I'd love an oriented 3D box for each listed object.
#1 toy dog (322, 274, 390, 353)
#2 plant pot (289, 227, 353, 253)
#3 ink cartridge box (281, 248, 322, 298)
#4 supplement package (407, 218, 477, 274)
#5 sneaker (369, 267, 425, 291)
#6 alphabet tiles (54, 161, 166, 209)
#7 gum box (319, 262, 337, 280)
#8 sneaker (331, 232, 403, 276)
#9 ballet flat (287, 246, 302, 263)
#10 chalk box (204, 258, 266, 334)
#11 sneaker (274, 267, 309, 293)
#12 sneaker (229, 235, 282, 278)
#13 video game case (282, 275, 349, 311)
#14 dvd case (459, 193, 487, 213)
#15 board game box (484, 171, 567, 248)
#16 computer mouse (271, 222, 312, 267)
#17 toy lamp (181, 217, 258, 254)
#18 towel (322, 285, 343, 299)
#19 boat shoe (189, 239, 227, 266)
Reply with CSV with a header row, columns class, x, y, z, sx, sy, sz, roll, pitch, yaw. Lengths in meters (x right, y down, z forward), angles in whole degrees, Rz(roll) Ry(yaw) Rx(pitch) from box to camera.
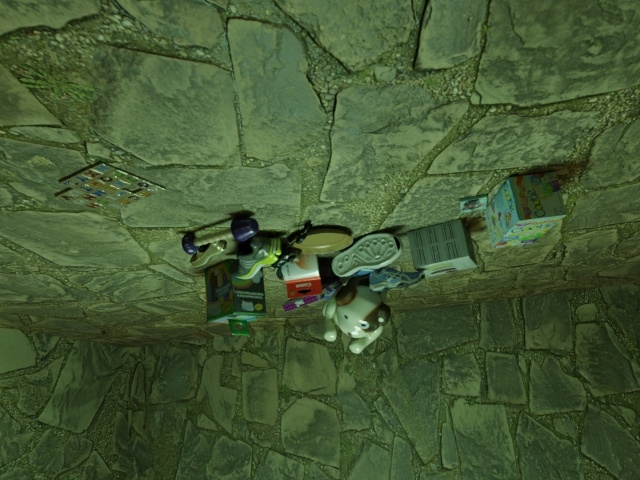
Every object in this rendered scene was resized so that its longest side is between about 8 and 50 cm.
class,x,y,z,sx,sy,sz,roll,pitch,yaw
toy dog,0.182,0.288,2.114,0.395,0.284,0.408,-52,176,5
plant pot,0.000,0.000,1.818,0.236,0.032,0.236,-6,162,-2
ink cartridge box,-0.077,0.130,1.950,0.145,0.179,0.045,-9,173,8
supplement package,0.462,0.035,1.882,0.203,0.149,0.194,-15,160,23
sneaker,0.279,0.136,1.844,0.211,0.081,0.080,-11,168,10
alphabet tiles,-0.556,-0.129,1.283,0.237,0.009,0.198,-16,160,27
gum box,0.044,0.159,2.265,0.107,0.062,0.188,-10,161,13
sneaker,0.224,0.057,1.949,0.322,0.130,0.236,-26,164,35
ballet flat,-0.161,0.065,1.862,0.249,0.058,0.084,-7,157,44
chalk box,-0.346,0.245,2.038,0.179,0.289,0.180,-21,156,39
sneaker,-0.116,0.162,2.091,0.104,0.147,0.295,1,162,-26
sneaker,-0.260,0.050,1.801,0.121,0.111,0.300,23,144,-29
video game case,-0.021,0.219,2.113,0.232,0.042,0.210,-26,-177,45
dvd case,0.503,-0.119,1.645,0.087,0.013,0.119,-10,162,13
board game box,0.633,-0.088,1.570,0.142,0.144,0.275,-7,163,1
computer mouse,-0.096,0.021,1.725,0.041,0.071,0.242,27,131,-26
toy lamp,-0.320,-0.018,1.592,0.274,0.080,0.080,-14,160,26
towel,0.001,0.268,2.625,0.243,0.040,0.336,-9,161,8
boat shoe,-0.412,0.033,1.756,0.190,0.068,0.072,-31,138,34
